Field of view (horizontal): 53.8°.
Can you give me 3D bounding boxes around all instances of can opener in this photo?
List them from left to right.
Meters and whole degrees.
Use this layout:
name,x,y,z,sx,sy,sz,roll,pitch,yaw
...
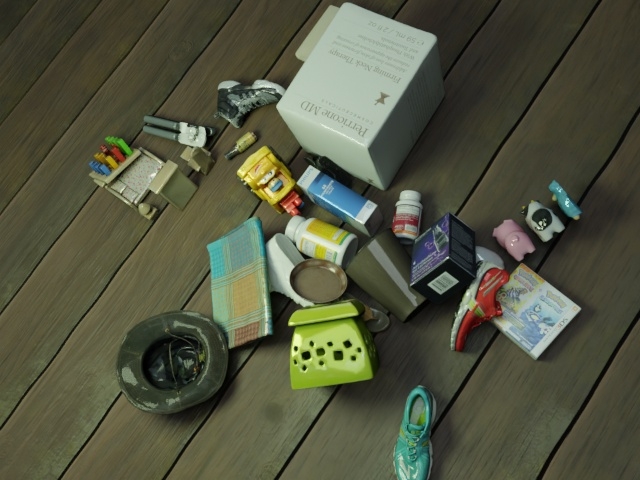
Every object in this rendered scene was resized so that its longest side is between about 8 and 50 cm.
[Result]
name,x,y,z,sx,sy,sz,roll,pitch,yaw
can opener,-0.504,-0.386,2.233,0.280,0.093,0.074,15,105,22

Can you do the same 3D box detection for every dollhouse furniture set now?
name,x,y,z,sx,sy,sz,roll,pitch,yaw
dollhouse furniture set,-0.598,-0.265,2.156,0.356,0.174,0.303,31,81,22

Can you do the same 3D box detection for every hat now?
name,x,y,z,sx,sy,sz,roll,pitch,yaw
hat,-0.442,0.371,1.916,0.331,0.134,0.331,2,71,-5

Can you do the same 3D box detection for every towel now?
name,x,y,z,sx,sy,sz,roll,pitch,yaw
towel,-0.252,0.138,1.929,0.271,0.040,0.370,-26,62,41

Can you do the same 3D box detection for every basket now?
name,x,y,z,sx,sy,sz,roll,pitch,yaw
basket,0.212,0.113,1.828,0.227,0.154,0.204,47,119,18

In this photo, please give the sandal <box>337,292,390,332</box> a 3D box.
name,x,y,z,sx,sy,sz,roll,pitch,yaw
sandal,0.122,0.211,1.871,0.180,0.049,0.072,33,82,22

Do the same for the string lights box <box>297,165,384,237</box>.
name,x,y,z,sx,sy,sz,roll,pitch,yaw
string lights box,0.062,-0.119,1.956,0.260,0.133,0.076,33,83,22

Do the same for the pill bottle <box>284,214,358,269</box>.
name,x,y,z,sx,sy,sz,roll,pitch,yaw
pill bottle,0.000,0.000,1.940,0.208,0.117,0.117,23,78,21

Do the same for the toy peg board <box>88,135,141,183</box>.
name,x,y,z,sx,sy,sz,roll,pitch,yaw
toy peg board,-0.736,-0.290,2.197,0.160,0.079,0.161,-48,37,-20

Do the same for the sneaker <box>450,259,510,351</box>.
name,x,y,z,sx,sy,sz,roll,pitch,yaw
sneaker,0.435,0.194,1.726,0.118,0.107,0.279,22,109,9

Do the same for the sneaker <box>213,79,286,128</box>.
name,x,y,z,sx,sy,sz,roll,pitch,yaw
sneaker,-0.246,-0.465,2.178,0.269,0.101,0.153,7,74,23

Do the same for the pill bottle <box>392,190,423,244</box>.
name,x,y,z,sx,sy,sz,roll,pitch,yaw
pill bottle,0.265,-0.069,1.912,0.086,0.086,0.152,5,72,16

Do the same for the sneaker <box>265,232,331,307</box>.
name,x,y,z,sx,sy,sz,roll,pitch,yaw
sneaker,-0.101,0.141,1.937,0.169,0.108,0.292,-37,83,29

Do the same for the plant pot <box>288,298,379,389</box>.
name,x,y,z,sx,sy,sz,roll,pitch,yaw
plant pot,0.033,0.277,1.748,0.228,0.227,0.207,-9,87,9

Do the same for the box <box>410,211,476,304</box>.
name,x,y,z,sx,sy,sz,roll,pitch,yaw
box,0.341,0.048,1.754,0.153,0.108,0.207,-43,21,34

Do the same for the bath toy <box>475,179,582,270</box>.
name,x,y,z,sx,sy,sz,roll,pitch,yaw
bath toy,0.560,-0.019,1.794,0.348,0.151,0.129,-39,83,8

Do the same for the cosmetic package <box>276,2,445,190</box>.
name,x,y,z,sx,sy,sz,roll,pitch,yaw
cosmetic package,0.140,-0.433,1.941,0.329,0.327,0.393,29,81,21

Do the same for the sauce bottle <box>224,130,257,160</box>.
name,x,y,z,sx,sy,sz,roll,pitch,yaw
sauce bottle,-0.274,-0.323,2.165,0.128,0.042,0.042,-41,67,0

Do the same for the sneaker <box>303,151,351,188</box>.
name,x,y,z,sx,sy,sz,roll,pitch,yaw
sneaker,0.023,-0.223,2.043,0.170,0.089,0.051,43,73,-13

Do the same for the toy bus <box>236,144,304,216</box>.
name,x,y,z,sx,sy,sz,roll,pitch,yaw
toy bus,-0.137,-0.166,1.985,0.149,0.220,0.211,-42,73,1

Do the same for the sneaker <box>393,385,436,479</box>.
name,x,y,z,sx,sy,sz,roll,pitch,yaw
sneaker,0.249,0.528,1.696,0.107,0.110,0.275,3,73,15

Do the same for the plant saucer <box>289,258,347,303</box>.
name,x,y,z,sx,sy,sz,roll,pitch,yaw
plant saucer,-0.007,0.122,1.830,0.169,0.029,0.168,3,46,-3

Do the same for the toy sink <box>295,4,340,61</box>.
name,x,y,z,sx,sy,sz,roll,pitch,yaw
toy sink,0.047,-0.652,2.148,0.153,0.131,0.234,27,75,21

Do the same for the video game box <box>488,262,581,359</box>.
name,x,y,z,sx,sy,sz,roll,pitch,yaw
video game box,0.581,0.196,1.760,0.205,0.048,0.187,41,83,23
